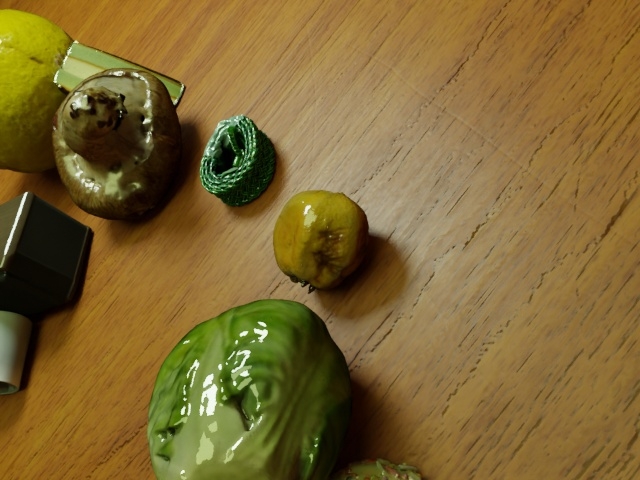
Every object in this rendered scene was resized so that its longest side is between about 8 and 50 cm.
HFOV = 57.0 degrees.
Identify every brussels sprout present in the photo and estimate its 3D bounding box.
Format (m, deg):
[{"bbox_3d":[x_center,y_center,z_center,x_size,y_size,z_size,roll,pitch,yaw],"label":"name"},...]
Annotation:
[{"bbox_3d":[-0.077,0.191,0.627,0.219,0.210,0.271,-27,16,15],"label":"brussels sprout"}]

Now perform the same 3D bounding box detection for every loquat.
[{"bbox_3d":[0.000,0.000,0.765,0.137,0.113,0.137,-1,87,31],"label":"loquat"}]

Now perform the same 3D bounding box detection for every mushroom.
[{"bbox_3d":[-0.379,-0.191,1.047,0.267,0.254,0.267,-14,50,17],"label":"mushroom"}]

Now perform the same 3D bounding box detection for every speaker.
[{"bbox_3d":[-0.579,0.040,1.112,0.231,0.153,0.192,-18,52,27],"label":"speaker"}]

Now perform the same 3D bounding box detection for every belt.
[{"bbox_3d":[-0.141,-0.136,0.954,0.121,0.079,0.151,-15,58,28],"label":"belt"}]

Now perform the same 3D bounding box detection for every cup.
[{"bbox_3d":[-0.603,0.210,1.077,0.136,0.099,0.133,-16,58,23],"label":"cup"}]

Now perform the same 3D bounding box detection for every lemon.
[{"bbox_3d":[-0.635,-0.310,1.235,0.348,0.348,0.347,-16,58,27],"label":"lemon"}]

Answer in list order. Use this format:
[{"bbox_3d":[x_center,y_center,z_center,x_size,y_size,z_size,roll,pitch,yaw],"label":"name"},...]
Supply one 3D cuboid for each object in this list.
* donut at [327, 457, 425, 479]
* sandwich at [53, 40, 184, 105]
[{"bbox_3d":[0.047,0.306,0.593,0.175,0.068,0.174,-15,59,27],"label":"donut"},{"bbox_3d":[-0.395,-0.308,1.161,0.144,0.187,0.117,0,67,42],"label":"sandwich"}]
